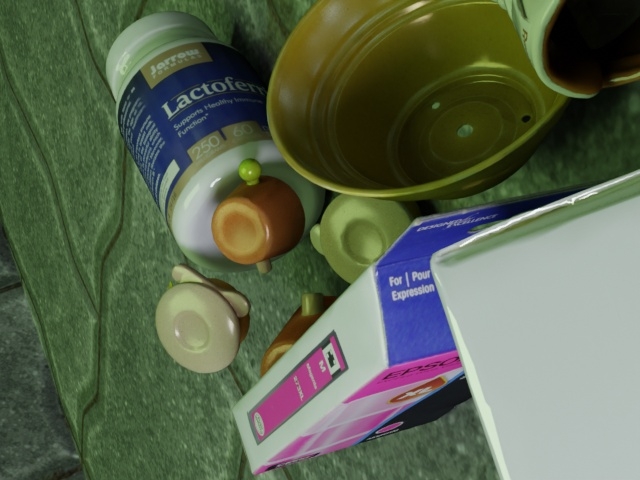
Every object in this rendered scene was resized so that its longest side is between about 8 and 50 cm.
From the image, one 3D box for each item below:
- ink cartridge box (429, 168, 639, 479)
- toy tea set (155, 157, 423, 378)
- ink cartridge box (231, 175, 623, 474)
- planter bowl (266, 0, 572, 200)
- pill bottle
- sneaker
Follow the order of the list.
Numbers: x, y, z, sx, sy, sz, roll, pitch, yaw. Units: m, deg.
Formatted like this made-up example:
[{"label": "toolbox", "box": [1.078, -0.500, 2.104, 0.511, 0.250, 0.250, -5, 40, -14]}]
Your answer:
[{"label": "ink cartridge box", "box": [0.158, 0.101, 0.492, 0.289, 0.121, 0.211, 33, -142, -69]}, {"label": "toy tea set", "box": [0.000, 0.000, 0.986, 0.200, 0.124, 0.336, 34, 119, 12]}, {"label": "ink cartridge box", "box": [0.072, 0.069, 0.771, 0.069, 0.176, 0.371, 70, 154, 19]}, {"label": "planter bowl", "box": [0.081, -0.093, 0.732, 0.217, 0.217, 0.090, 54, -179, 42]}, {"label": "pill bottle", "box": [-0.114, -0.106, 1.126, 0.264, 0.153, 0.153, 56, 147, 39]}, {"label": "sneaker", "box": [0.116, -0.146, 0.593, 0.290, 0.123, 0.106, 26, 157, 53]}]
